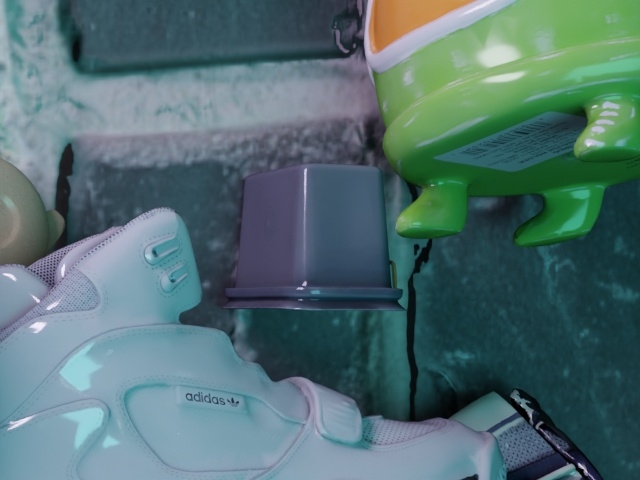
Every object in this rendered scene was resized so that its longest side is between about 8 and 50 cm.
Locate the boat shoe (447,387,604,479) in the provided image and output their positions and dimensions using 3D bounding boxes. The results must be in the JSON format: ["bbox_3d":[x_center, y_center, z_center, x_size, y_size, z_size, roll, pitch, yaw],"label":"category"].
[{"bbox_3d":[0.059,0.245,0.988,0.340,0.158,0.127,-36,141,-14],"label":"boat shoe"}]

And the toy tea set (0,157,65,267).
[{"bbox_3d":[-0.181,0.116,0.930,0.336,0.124,0.200,48,50,-19],"label":"toy tea set"}]

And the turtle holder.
[{"bbox_3d":[0.179,-0.135,0.955,0.320,0.243,0.227,-6,77,-19],"label":"turtle holder"}]

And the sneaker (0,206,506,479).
[{"bbox_3d":[-0.050,0.090,0.863,0.366,0.137,0.210,-6,81,-36],"label":"sneaker"}]

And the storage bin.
[{"bbox_3d":[0.000,0.000,0.962,0.098,0.135,0.091,2,88,-23],"label":"storage bin"}]
